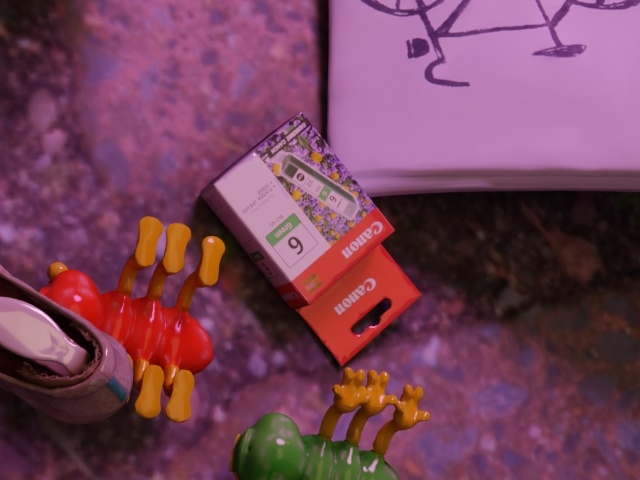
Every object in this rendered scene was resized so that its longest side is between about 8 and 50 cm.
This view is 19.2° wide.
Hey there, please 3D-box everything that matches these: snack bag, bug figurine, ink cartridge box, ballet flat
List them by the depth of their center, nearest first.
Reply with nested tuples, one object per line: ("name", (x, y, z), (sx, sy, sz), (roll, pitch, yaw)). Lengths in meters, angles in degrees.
("ballet flat", (-0.153, 0.023, 0.799), (0.168, 0.052, 0.057), (23, 74, 11))
("bug figurine", (-0.065, 0.143, 0.843), (0.216, 0.072, 0.279), (21, 67, -20))
("ink cartridge box", (0.000, 0.000, 0.949), (0.063, 0.029, 0.115), (-41, 96, -20))
("snack bag", (0.150, -0.181, 0.997), (0.323, 0.037, 0.343), (0, 77, 5))
